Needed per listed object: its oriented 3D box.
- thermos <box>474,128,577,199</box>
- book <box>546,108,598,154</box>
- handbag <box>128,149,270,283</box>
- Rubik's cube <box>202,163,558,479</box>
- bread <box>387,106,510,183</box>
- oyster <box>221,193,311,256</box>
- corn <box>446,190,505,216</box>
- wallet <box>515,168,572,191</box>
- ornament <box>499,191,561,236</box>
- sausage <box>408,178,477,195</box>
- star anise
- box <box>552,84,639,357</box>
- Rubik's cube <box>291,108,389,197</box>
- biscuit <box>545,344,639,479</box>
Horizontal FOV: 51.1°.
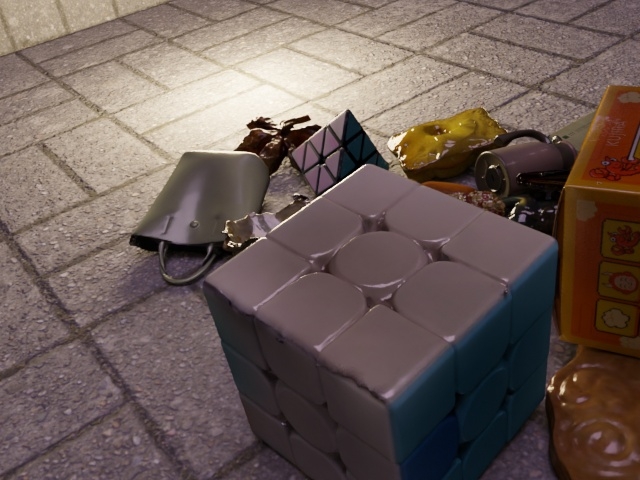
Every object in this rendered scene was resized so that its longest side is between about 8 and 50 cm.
[{"bbox_3d":[0.397,-0.155,1.287,0.193,0.105,0.137,-18,63,-20],"label":"thermos"},{"bbox_3d":[0.634,-0.188,1.362,0.214,0.025,0.282,-27,42,-21],"label":"book"},{"bbox_3d":[-0.230,-0.050,1.287,0.241,0.109,0.315,3,41,16],"label":"handbag"},{"bbox_3d":[0.080,0.127,0.815,0.291,0.291,0.291,27,51,37],"label":"Rubik's cube"},{"bbox_3d":[0.265,-0.195,1.396,0.232,0.088,0.161,-14,32,-3],"label":"bread"},{"bbox_3d":[0.000,-0.003,1.149,0.336,0.133,0.198,-2,37,3],"label":"oyster"},{"bbox_3d":[0.206,-0.047,1.179,0.237,0.080,0.079,-9,33,26],"label":"corn"},{"bbox_3d":[0.483,-0.111,1.200,0.243,0.039,0.132,-6,16,-33],"label":"wallet"},{"bbox_3d":[0.380,0.011,1.103,0.202,0.080,0.236,2,35,19],"label":"ornament"},{"bbox_3d":[0.226,-0.086,1.283,0.183,0.054,0.062,12,9,29],"label":"sausage"},{"bbox_3d":[-0.088,-0.225,1.498,0.212,0.111,0.196,-27,33,-13],"label":"star anise"},{"bbox_3d":[0.447,-0.029,0.896,0.213,0.260,0.283,8,39,29],"label":"box"},{"bbox_3d":[0.014,-0.122,1.357,0.190,0.211,0.178,-6,60,32],"label":"Rubik's cube"},{"bbox_3d":[0.463,0.232,0.800,0.364,0.062,0.385,2,37,15],"label":"biscuit"}]
